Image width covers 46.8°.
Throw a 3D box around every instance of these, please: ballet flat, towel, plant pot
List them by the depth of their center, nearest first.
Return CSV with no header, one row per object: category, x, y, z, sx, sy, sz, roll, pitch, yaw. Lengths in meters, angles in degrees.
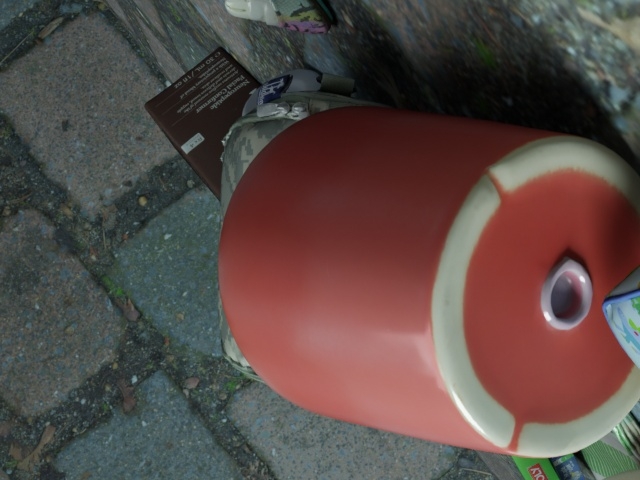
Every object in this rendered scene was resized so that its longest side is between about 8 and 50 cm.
plant pot,0.092,0.027,0.543,0.275,0.275,0.243,53,160,-20
ballet flat,-0.083,-0.281,0.752,0.221,0.079,0.077,51,173,-2
towel,0.335,0.230,0.923,0.325,0.038,0.248,52,175,-8

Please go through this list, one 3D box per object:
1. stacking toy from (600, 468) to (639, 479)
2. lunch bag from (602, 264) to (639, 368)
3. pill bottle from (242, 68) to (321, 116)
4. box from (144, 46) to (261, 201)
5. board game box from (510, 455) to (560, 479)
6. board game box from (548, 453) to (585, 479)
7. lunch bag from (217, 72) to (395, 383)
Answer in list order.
stacking toy,0.453,0.483,0.748,0.480,0.351,0.350,33,178,-14
lunch bag,0.257,0.081,0.360,0.219,0.090,0.176,50,175,10
pill bottle,-0.008,-0.115,0.998,0.119,0.119,0.208,44,172,47
box,-0.137,-0.163,1.333,0.381,0.191,0.143,47,173,31
board game box,0.311,0.314,1.179,0.213,0.046,0.317,57,-175,-18
board game box,0.359,0.321,1.149,0.201,0.035,0.136,56,-174,-42
lunch bag,0.000,0.000,0.769,0.256,0.212,0.305,-167,77,-82
